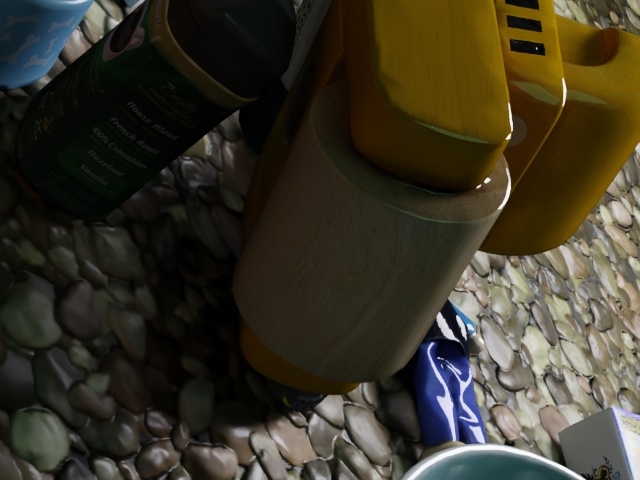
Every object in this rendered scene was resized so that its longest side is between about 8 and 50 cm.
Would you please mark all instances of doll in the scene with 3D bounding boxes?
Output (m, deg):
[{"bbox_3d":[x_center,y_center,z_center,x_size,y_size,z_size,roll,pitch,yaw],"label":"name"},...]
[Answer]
[{"bbox_3d":[0.080,0.077,1.110,0.129,0.046,0.189,22,46,-44],"label":"doll"}]

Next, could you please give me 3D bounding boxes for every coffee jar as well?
[{"bbox_3d":[-0.096,-0.094,0.892,0.079,0.184,0.096,38,36,-25],"label":"coffee jar"}]

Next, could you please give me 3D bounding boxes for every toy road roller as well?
[{"bbox_3d":[0.088,-0.058,0.913,0.241,0.202,0.329,17,40,-12],"label":"toy road roller"}]

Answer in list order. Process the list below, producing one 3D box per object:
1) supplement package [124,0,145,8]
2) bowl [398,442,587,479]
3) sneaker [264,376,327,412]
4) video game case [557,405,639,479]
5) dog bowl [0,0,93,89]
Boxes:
[{"bbox_3d":[-0.104,-0.317,1.073,0.203,0.194,0.149,53,33,-7],"label":"supplement package"},{"bbox_3d":[0.095,0.284,0.814,0.312,0.163,0.311,28,38,-25],"label":"bowl"},{"bbox_3d":[0.000,0.000,1.040,0.121,0.111,0.300,31,35,-8],"label":"sneaker"},{"bbox_3d":[0.321,0.282,1.238,0.270,0.061,0.244,23,46,-42],"label":"video game case"},{"bbox_3d":[-0.234,-0.240,0.945,0.166,0.074,0.297,-4,66,-55],"label":"dog bowl"}]
